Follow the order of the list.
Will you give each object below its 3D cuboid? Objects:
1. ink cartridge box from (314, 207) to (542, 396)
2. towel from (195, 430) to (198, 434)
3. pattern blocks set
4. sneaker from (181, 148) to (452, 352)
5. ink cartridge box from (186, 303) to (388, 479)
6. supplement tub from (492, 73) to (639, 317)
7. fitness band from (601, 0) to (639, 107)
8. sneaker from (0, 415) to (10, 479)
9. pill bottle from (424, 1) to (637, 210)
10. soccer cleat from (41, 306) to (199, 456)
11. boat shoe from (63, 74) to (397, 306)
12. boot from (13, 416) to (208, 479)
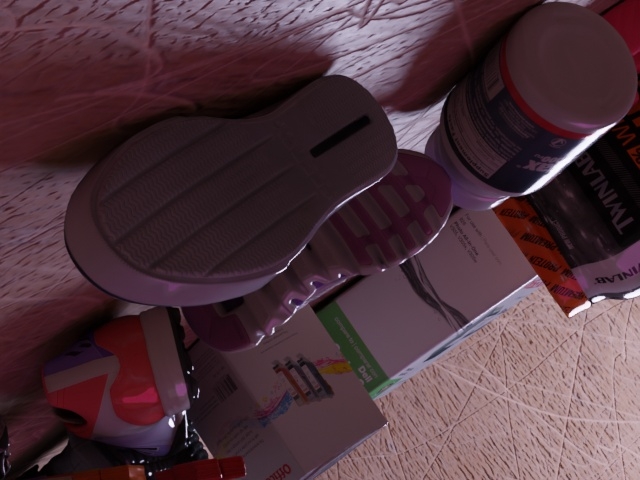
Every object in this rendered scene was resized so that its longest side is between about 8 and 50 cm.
[{"bbox_3d":[0.134,0.067,2.206,0.289,0.121,0.211,-36,172,13],"label":"ink cartridge box"},{"bbox_3d":[-0.214,0.254,2.247,0.370,0.040,0.271,-34,171,5],"label":"towel"},{"bbox_3d":[-0.249,0.214,1.542,0.285,0.026,0.325,-17,169,32],"label":"pattern blocks set"},{"bbox_3d":[0.000,0.000,1.480,0.236,0.095,0.104,-31,179,14],"label":"sneaker"},{"bbox_3d":[-0.047,0.164,1.893,0.127,0.176,0.128,-27,169,-38],"label":"ink cartridge box"},{"bbox_3d":[0.349,-0.079,1.906,0.338,0.207,0.207,-35,171,5],"label":"supplement tub"},{"bbox_3d":[0.286,-0.175,1.685,0.291,0.054,0.209,-27,166,-43],"label":"fitness band"},{"bbox_3d":[-0.273,0.165,1.439,0.061,0.065,0.158,-30,171,-23],"label":"sneaker"},{"bbox_3d":[0.155,-0.096,1.431,0.108,0.108,0.180,-28,170,-32],"label":"pill bottle"},{"bbox_3d":[-0.170,0.126,1.547,0.116,0.109,0.318,-12,169,-9],"label":"soccer cleat"},{"bbox_3d":[-0.056,-0.018,1.097,0.094,0.109,0.302,-37,174,34],"label":"boat shoe"},{"bbox_3d":[-0.245,0.239,1.825,0.222,0.118,0.338,-28,167,4],"label":"boot"}]
